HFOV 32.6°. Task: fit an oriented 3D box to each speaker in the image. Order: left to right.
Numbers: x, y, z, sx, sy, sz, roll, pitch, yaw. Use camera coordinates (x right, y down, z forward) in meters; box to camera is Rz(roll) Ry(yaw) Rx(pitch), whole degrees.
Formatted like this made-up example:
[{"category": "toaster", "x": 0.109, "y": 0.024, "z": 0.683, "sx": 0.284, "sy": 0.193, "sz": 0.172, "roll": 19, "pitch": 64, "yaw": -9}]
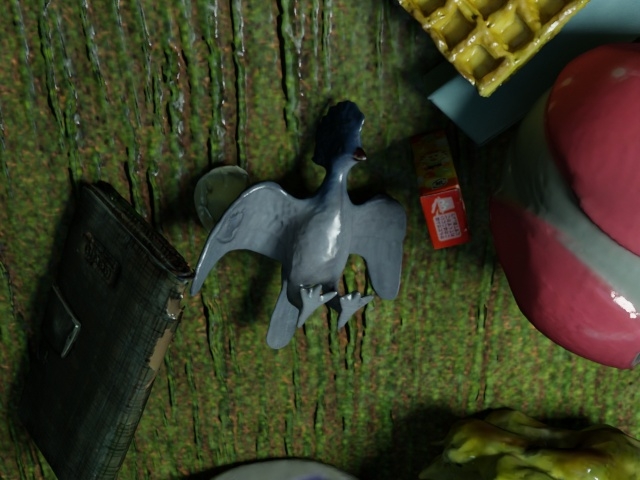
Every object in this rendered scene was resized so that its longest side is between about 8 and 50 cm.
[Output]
[{"category": "speaker", "x": 0.284, "y": -0.027, "z": 0.958, "sx": 0.294, "sy": 0.294, "sz": 0.294, "roll": 0, "pitch": 122, "yaw": 0}]

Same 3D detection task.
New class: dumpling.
[{"category": "dumpling", "x": -0.098, "y": -0.041, "z": 1.085, "sx": 0.059, "sy": 0.043, "sz": 0.077, "roll": 17, "pitch": 138, "yaw": 9}]

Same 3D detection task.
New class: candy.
[{"category": "candy", "x": 0.112, "y": -0.050, "z": 1.031, "sx": 0.038, "sy": 0.122, "sz": 0.062, "roll": -14, "pitch": 121, "yaw": 7}]

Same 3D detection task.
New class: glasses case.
[{"category": "glasses case", "x": 0.221, "y": -0.197, "z": 0.990, "sx": 0.266, "sy": 0.056, "sz": 0.105, "roll": -35, "pitch": 140, "yaw": 19}]

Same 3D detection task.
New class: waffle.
[{"category": "waffle", "x": 0.163, "y": -0.249, "z": 0.914, "sx": 0.211, "sy": 0.055, "sz": 0.160, "roll": -44, "pitch": 82, "yaw": 18}]

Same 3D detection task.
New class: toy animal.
[{"category": "toy animal", "x": 0.000, "y": 0.000, "z": 1.071, "sx": 0.239, "sy": 0.176, "sz": 0.255, "roll": 9, "pitch": 140, "yaw": -27}]

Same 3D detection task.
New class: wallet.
[{"category": "wallet", "x": -0.229, "y": 0.113, "z": 1.117, "sx": 0.044, "sy": 0.169, "sz": 0.317, "roll": -10, "pitch": 134, "yaw": -45}]

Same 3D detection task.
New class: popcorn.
[{"category": "popcorn", "x": 0.235, "y": 0.342, "z": 1.200, "sx": 0.312, "sy": 0.312, "sz": 0.312, "roll": 0, "pitch": 122, "yaw": 0}]

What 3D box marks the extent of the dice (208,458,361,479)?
[{"category": "dice", "x": -0.030, "y": 0.421, "z": 1.245, "sx": 0.243, "sy": 0.251, "sz": 0.259, "roll": -10, "pitch": 122, "yaw": 7}]
